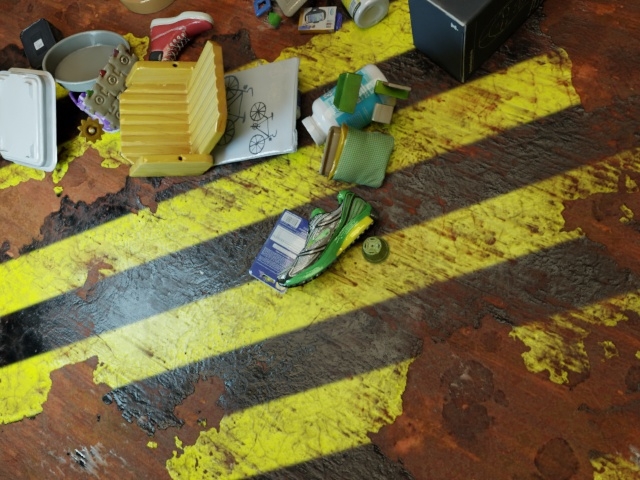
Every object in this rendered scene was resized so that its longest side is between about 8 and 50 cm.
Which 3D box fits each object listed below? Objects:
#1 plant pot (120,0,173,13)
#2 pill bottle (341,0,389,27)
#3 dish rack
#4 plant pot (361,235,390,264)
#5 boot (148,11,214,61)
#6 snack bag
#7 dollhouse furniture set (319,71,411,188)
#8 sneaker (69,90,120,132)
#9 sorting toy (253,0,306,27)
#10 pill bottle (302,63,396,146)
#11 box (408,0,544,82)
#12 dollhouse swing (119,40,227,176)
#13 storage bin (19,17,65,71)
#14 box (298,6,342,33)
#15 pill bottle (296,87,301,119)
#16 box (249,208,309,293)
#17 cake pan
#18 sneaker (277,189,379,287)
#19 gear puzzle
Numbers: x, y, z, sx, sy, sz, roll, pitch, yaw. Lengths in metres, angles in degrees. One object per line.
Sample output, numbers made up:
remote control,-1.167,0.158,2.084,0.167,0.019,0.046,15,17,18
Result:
plant pot,-0.634,-0.973,1.753,0.291,0.203,0.290,-2,79,13
pill bottle,0.116,-0.779,1.576,0.119,0.119,0.208,-29,74,7
dish rack,-1.014,-0.413,1.724,0.286,0.072,0.332,14,105,28
plant pot,0.151,0.021,1.432,0.084,0.079,0.083,-3,78,14
boot,-0.472,-0.668,1.718,0.245,0.088,0.176,-2,79,22
snack bag,-0.209,-0.403,1.589,0.343,0.037,0.322,-5,76,27
dollhouse furniture set,0.122,-0.284,1.377,0.198,0.151,0.301,9,108,-10
sneaker,-0.772,-0.457,1.738,0.236,0.104,0.095,37,88,16
sorting toy,-0.070,-0.838,1.645,0.348,0.047,0.195,-38,59,21
pill bottle,0.079,-0.388,1.495,0.264,0.146,0.146,-34,74,5
box,0.453,-0.694,1.386,0.395,0.293,0.212,-45,72,1
dollhouse swing,-0.454,-0.407,1.526,0.316,0.305,0.346,-3,78,-14
storage bin,-0.999,-0.698,1.850,0.122,0.084,0.180,-29,73,7
box,-0.001,-0.711,1.639,0.136,0.028,0.081,4,80,16
pill bottle,-0.094,-0.444,1.589,0.067,0.067,0.120,-2,79,13
box,-0.103,0.033,1.514,0.137,0.036,0.225,29,85,17
cake pan,-0.797,-0.617,1.748,0.294,0.054,0.292,-1,56,2
sneaker,0.000,0.000,1.438,0.146,0.134,0.343,44,84,0
gear puzzle,-0.684,-0.463,1.677,0.044,0.175,0.338,16,74,41
